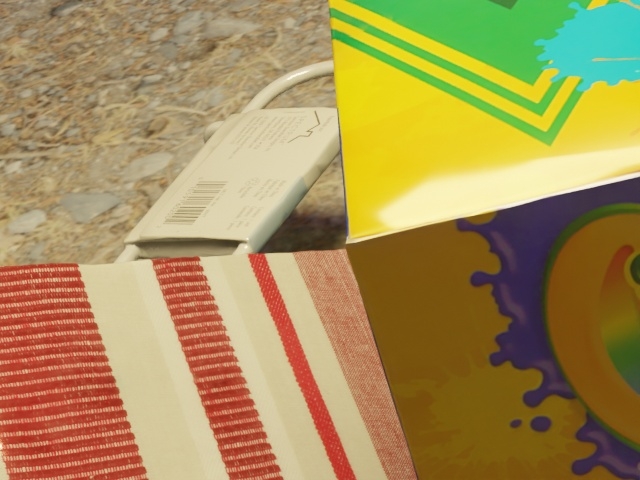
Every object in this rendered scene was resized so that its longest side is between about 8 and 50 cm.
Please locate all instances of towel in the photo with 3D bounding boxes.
[{"bbox_3d":[-0.077,0.110,1.041,0.329,0.037,0.237,-3,51,-29],"label":"towel"}]

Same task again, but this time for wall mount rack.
[{"bbox_3d":[0.000,0.000,1.290,0.304,0.130,0.350,1,37,32],"label":"wall mount rack"}]

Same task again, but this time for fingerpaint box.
[{"bbox_3d":[0.128,0.059,0.842,0.163,0.444,0.371,-14,34,7],"label":"fingerpaint box"}]
